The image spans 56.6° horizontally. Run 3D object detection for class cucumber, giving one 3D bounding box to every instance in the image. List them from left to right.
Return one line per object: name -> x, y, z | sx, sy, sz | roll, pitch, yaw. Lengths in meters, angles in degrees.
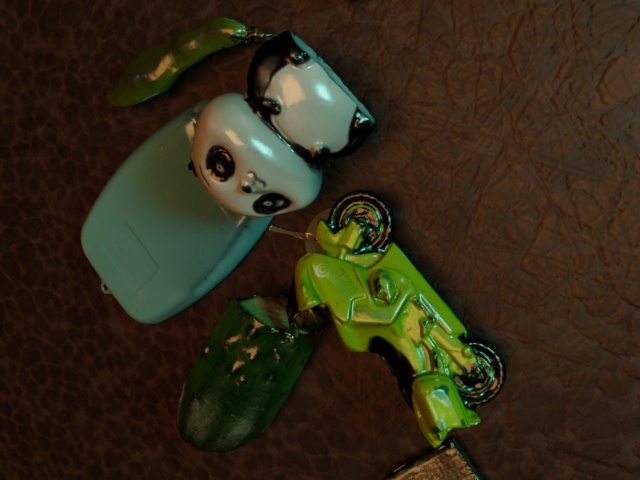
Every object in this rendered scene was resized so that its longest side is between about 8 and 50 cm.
cucumber -> -0.124, 0.228, 0.911 | 0.105, 0.145, 0.325 | 51, 121, 37

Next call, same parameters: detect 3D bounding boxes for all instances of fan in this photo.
fan -> 0.000, 0.000, 0.886 | 0.175, 0.005, 0.113 | 14, 104, 21

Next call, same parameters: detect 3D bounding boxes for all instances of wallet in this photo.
wallet -> 0.211, 0.412, 0.851 | 0.133, 0.039, 0.243 | -39, 82, 18

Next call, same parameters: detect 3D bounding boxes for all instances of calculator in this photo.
calculator -> -0.249, -0.027, 0.964 | 0.386, 0.054, 0.256 | -42, 82, 25

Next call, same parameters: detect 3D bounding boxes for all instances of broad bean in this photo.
broad bean -> -0.211, -0.274, 0.896 | 0.325, 0.067, 0.075 | -15, 102, 27

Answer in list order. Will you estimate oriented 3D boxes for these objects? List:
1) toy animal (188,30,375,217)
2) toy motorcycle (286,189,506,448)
toy animal -> -0.059, -0.137, 0.786 | 0.235, 0.165, 0.187 | -45, 112, 9
toy motorcycle -> 0.083, 0.113, 0.791 | 0.206, 0.142, 0.342 | -38, 85, 14
